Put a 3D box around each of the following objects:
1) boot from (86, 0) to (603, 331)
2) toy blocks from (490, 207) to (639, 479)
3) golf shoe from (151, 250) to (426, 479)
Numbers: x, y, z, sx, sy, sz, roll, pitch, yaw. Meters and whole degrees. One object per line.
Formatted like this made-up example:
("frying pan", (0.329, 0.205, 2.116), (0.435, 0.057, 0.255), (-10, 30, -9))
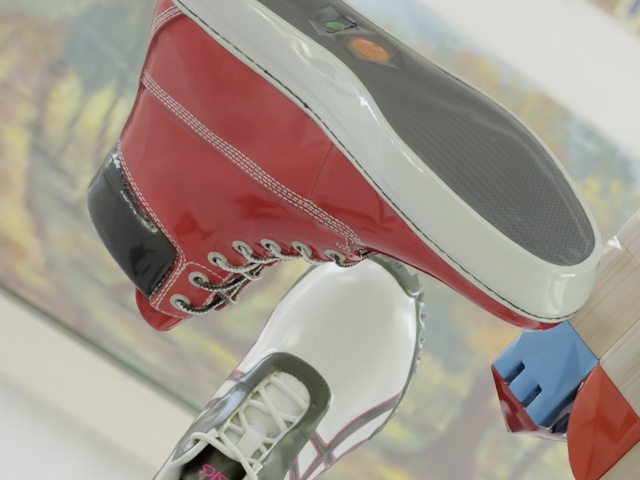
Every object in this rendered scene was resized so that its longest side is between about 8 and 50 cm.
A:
("boot", (0.000, 0.000, 0.868), (0.244, 0.176, 0.088), (40, 31, 27))
("toy blocks", (0.219, 0.127, 0.966), (0.190, 0.261, 0.381), (23, 26, -47))
("golf shoe", (-0.028, 0.123, 1.270), (0.105, 0.273, 0.120), (37, 15, 8))
